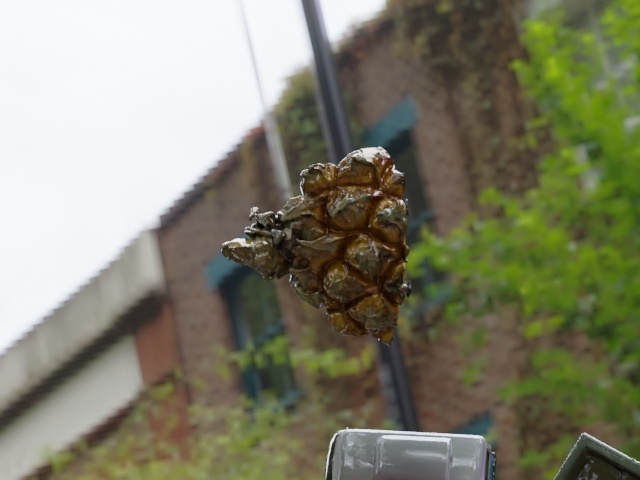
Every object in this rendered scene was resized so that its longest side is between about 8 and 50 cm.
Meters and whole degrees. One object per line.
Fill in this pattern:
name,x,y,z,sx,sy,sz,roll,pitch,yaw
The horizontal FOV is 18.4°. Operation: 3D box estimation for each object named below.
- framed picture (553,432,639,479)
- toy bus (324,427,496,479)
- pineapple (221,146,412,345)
framed picture,0.204,0.245,1.316,0.016,0.184,0.250,35,-6,-31
toy bus,0.061,0.167,1.411,0.123,0.060,0.075,2,-24,9
pineapple,0.000,0.000,1.159,0.114,0.114,0.077,3,8,5
